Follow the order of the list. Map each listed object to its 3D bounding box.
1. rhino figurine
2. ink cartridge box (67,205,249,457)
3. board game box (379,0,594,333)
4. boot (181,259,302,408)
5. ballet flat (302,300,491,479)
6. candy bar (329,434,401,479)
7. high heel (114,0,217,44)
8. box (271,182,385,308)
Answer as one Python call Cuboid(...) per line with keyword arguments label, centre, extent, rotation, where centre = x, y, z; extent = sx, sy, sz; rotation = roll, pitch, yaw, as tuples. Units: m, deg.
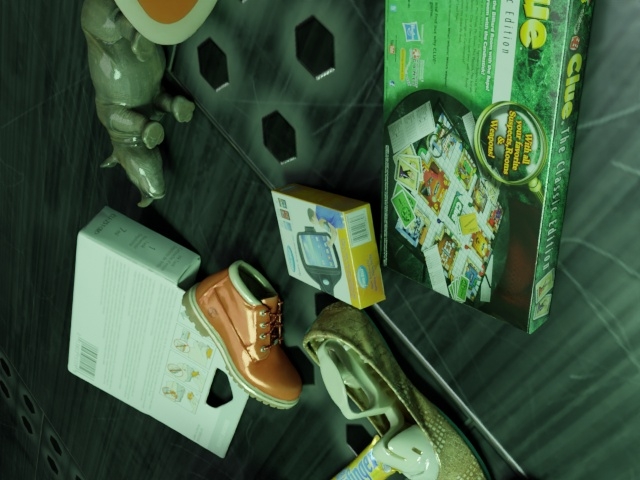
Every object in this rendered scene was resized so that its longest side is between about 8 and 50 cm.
Cuboid(label="rhino figurine", centre=(-0.180, -0.136, 0.754), extent=(0.106, 0.073, 0.243), rotation=(31, 134, 30))
Cuboid(label="ink cartridge box", centre=(-0.181, 0.119, 0.919), extent=(0.239, 0.060, 0.275), rotation=(27, 135, 5))
Cuboid(label="board game box", centre=(0.097, -0.076, 0.497), extent=(0.136, 0.030, 0.259), rotation=(28, 131, 41))
Cuboid(label="boot", centre=(-0.059, 0.093, 0.760), extent=(0.085, 0.059, 0.158), rotation=(-36, 95, 28))
Cuboid(label="ballet flat", centre=(0.055, 0.145, 0.643), extent=(0.206, 0.067, 0.073), rotation=(50, 140, 17))
Cuboid(label="candy bar", centre=(0.036, 0.236, 0.761), extent=(0.040, 0.018, 0.161), rotation=(52, 141, 16))
Cuboid(label="high heel", centre=(-0.132, -0.347, 0.575), extent=(0.181, 0.127, 0.377), rotation=(-119, 28, -43))
Cuboid(label="box", centre=(0.000, 0.000, 0.639), extent=(0.136, 0.028, 0.081), rotation=(18, 124, 57))
